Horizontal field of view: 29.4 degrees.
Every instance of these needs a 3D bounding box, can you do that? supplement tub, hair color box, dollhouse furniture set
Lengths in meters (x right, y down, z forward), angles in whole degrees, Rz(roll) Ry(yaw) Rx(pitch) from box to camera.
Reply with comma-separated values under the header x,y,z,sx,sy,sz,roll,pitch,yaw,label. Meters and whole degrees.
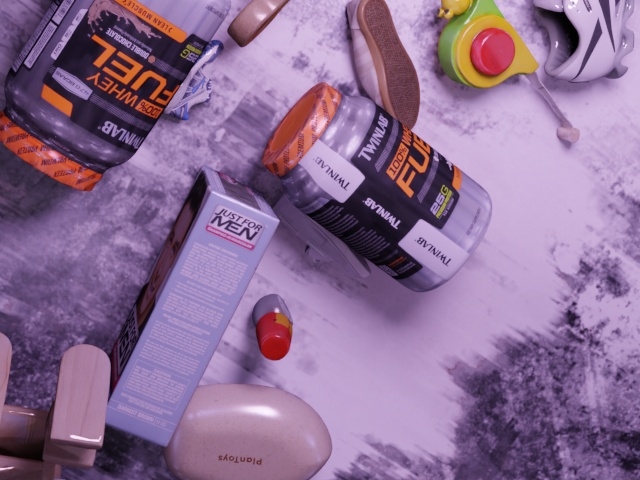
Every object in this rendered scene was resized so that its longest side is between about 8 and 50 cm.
x,y,z,sx,sy,sz,roll,pitch,yaw,label
-0.293,-0.250,1.678,0.207,0.207,0.338,32,98,-17,supplement tub
-0.200,0.092,1.799,0.114,0.185,0.374,25,99,-15,hair color box
0.081,-0.081,1.801,0.316,0.193,0.193,35,96,-18,supplement tub
-0.515,0.221,1.722,0.394,0.256,0.362,12,143,-16,dollhouse furniture set

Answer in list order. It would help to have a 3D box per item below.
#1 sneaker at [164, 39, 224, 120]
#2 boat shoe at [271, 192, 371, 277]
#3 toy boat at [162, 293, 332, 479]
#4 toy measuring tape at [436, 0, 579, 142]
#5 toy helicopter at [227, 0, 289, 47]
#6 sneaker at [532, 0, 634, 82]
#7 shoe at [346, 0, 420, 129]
x,y,z,sx,sy,sz,roll,pitch,yaw,label
-0.180,-0.234,1.791,0.058,0.052,0.135,34,104,-27,sneaker
0.000,0.000,1.878,0.063,0.066,0.184,-41,110,14,boat shoe
-0.098,0.246,1.897,0.267,0.148,0.318,12,110,-8,toy boat
0.270,-0.242,1.842,0.121,0.121,0.330,-40,118,2,toy measuring tape
0.001,-0.401,1.681,0.140,0.235,0.355,44,101,-5,toy helicopter
0.384,-0.393,1.794,0.146,0.122,0.330,-12,107,-26,sneaker
0.093,-0.265,1.830,0.076,0.058,0.219,-34,116,-33,shoe
